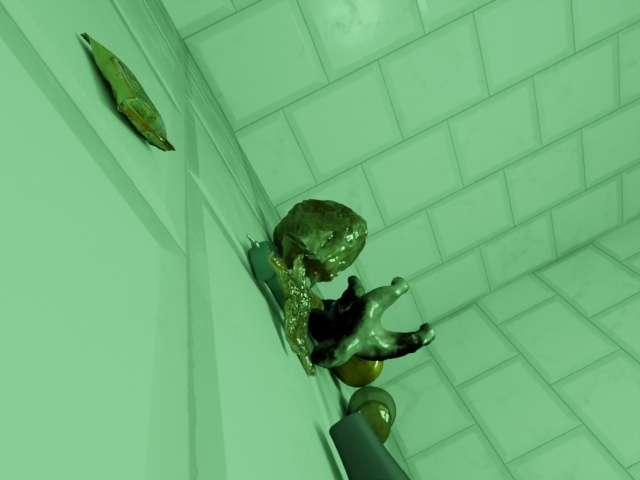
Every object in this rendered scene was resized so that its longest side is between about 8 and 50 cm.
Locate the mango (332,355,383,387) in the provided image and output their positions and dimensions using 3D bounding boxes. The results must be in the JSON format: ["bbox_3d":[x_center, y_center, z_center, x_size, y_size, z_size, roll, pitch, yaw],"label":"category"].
[{"bbox_3d":[0.108,0.342,1.323,0.126,0.154,0.252,46,-15,-10],"label":"mango"}]

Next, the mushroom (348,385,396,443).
[{"bbox_3d":[0.131,0.436,1.163,0.128,0.128,0.350,63,3,13],"label":"mushroom"}]

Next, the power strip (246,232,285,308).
[{"bbox_3d":[-0.098,0.065,0.935,0.137,0.044,0.216,63,-1,41],"label":"power strip"}]

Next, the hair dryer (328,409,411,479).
[{"bbox_3d":[0.144,0.449,0.760,0.301,0.121,0.361,56,-1,33],"label":"hair dryer"}]

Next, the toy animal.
[{"bbox_3d":[0.063,0.215,1.174,0.344,0.302,0.194,-12,-78,64],"label":"toy animal"}]

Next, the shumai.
[{"bbox_3d":[0.000,0.000,1.422,0.262,0.314,0.267,-80,155,-84],"label":"shumai"}]

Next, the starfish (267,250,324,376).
[{"bbox_3d":[-0.039,0.140,0.892,0.295,0.048,0.231,58,26,-63],"label":"starfish"}]

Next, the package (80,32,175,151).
[{"bbox_3d":[-0.222,-0.169,0.541,0.121,0.031,0.108,57,-3,18],"label":"package"}]
